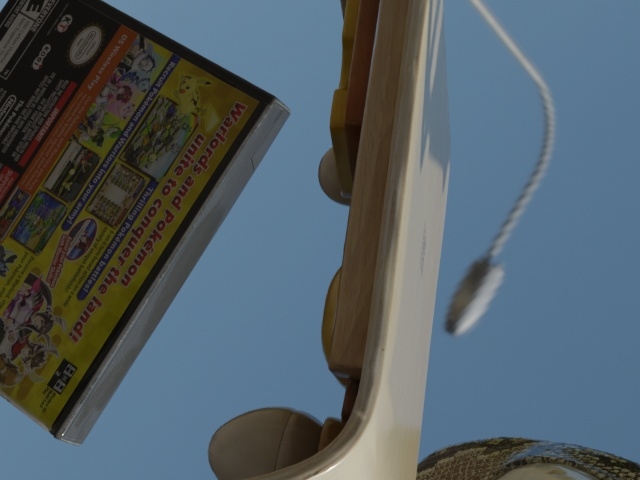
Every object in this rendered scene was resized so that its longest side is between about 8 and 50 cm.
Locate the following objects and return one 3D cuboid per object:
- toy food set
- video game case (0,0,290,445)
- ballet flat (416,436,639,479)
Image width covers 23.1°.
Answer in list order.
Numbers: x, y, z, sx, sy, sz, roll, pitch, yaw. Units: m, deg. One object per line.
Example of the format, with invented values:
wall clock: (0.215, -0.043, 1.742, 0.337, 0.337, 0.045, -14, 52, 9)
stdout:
toy food set: (0.000, 0.000, 0.683, 0.092, 0.219, 0.306, 4, -115, 8)
video game case: (-0.189, -0.033, 1.118, 0.248, 0.035, 0.275, 31, -93, 29)
ballet flat: (0.280, 0.276, 1.301, 0.483, 0.182, 0.164, 20, -97, 18)
